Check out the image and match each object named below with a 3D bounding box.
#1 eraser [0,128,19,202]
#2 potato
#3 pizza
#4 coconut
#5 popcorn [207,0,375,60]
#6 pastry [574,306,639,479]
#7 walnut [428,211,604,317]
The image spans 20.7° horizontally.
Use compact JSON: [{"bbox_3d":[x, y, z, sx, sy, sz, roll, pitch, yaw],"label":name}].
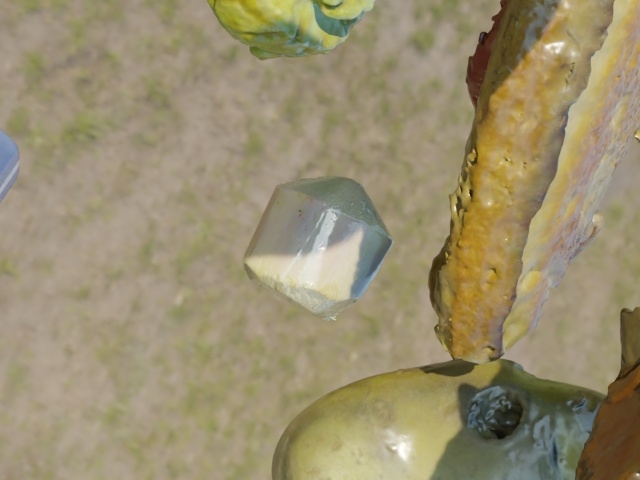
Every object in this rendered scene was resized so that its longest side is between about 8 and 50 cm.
[{"bbox_3d":[-0.394,-0.127,1.770,0.036,0.225,0.082,-36,-160,36],"label":"eraser"},{"bbox_3d":[0.110,0.186,1.327,0.141,0.296,0.192,-25,106,-70],"label":"potato"},{"bbox_3d":[0.196,-0.154,1.269,0.406,0.130,0.440,-37,149,-62],"label":"pizza"},{"bbox_3d":[0.000,0.000,1.542,0.122,0.116,0.116,-61,154,-3],"label":"coconut"},{"bbox_3d":[-0.031,-0.282,1.650,0.204,0.183,0.221,13,73,-68],"label":"popcorn"},{"bbox_3d":[0.218,0.083,0.851,0.236,0.121,0.257,-58,-171,-19],"label":"pastry"},{"bbox_3d":[0.168,0.009,1.570,0.170,0.069,0.143,-35,157,10],"label":"walnut"}]
